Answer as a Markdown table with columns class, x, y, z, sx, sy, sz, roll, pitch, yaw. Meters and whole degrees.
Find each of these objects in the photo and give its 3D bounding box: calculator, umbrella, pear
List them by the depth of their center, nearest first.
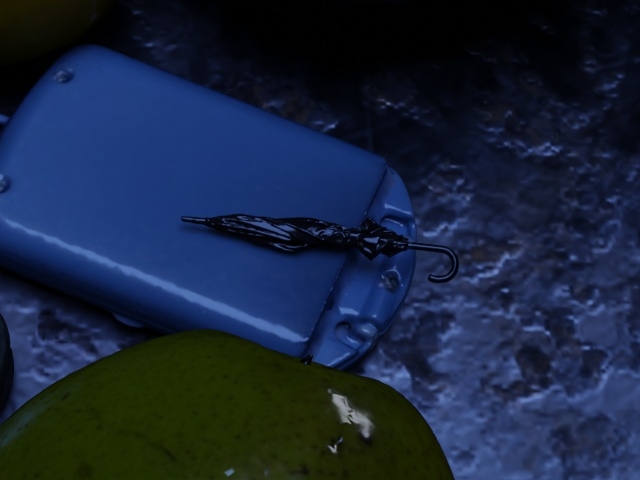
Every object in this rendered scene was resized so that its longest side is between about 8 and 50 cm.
| class | x | y | z | sx | sy | sz | roll | pitch | yaw |
| --- | --- | --- | --- | --- | --- | --- | --- | --- | --- |
| pear | -0.040 | 0.130 | 0.605 | 0.198 | 0.198 | 0.198 | 3 | 61 | -6 |
| umbrella | 0.001 | -0.003 | 0.727 | 0.122 | 0.013 | 0.022 | 12 | 82 | -1 |
| calculator | -0.059 | -0.014 | 0.756 | 0.210 | 0.039 | 0.121 | 21 | 60 | 5 |

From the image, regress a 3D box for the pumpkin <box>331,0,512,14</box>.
| class | x | y | z | sx | sy | sz | roll | pitch | yaw |
| --- | --- | --- | --- | --- | --- | --- | --- | --- | --- |
| pumpkin | 0.037 | -0.256 | 0.761 | 0.315 | 0.238 | 0.315 | 0 | 90 | 21 |

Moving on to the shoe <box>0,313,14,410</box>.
| class | x | y | z | sx | sy | sz | roll | pitch | yaw |
| --- | --- | --- | --- | --- | --- | --- | --- | --- | --- |
| shoe | -0.268 | 0.011 | 0.655 | 0.293 | 0.149 | 0.109 | 8 | 62 | -5 |

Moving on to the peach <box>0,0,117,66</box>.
| class | x | y | z | sx | sy | sz | roll | pitch | yaw |
| --- | --- | --- | --- | --- | --- | --- | --- | --- | --- |
| peach | -0.155 | -0.144 | 0.763 | 0.138 | 0.138 | 0.138 | 3 | 61 | -6 |
